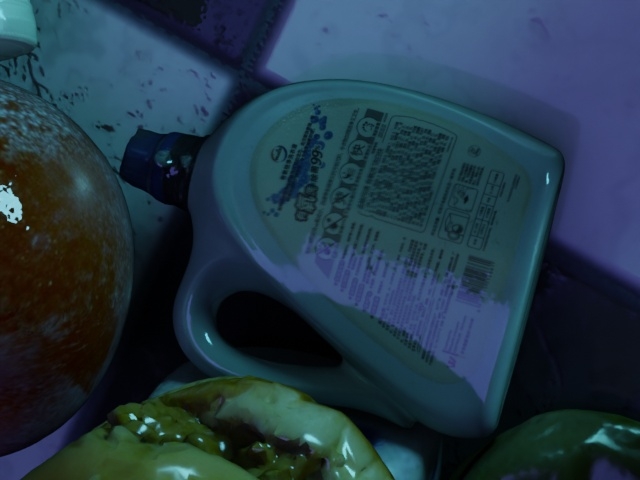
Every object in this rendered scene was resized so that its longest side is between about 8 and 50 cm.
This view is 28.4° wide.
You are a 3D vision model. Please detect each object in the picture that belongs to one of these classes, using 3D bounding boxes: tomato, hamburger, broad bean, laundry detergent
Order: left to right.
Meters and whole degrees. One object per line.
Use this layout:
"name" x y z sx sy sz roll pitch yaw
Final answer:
"tomato" -0.250 0.005 0.836 0.270 0.227 0.270 12 134 13
"hamburger" -0.059 0.241 0.685 0.284 0.174 0.304 -38 87 34
"laundry detergent" 0.000 0.000 0.813 0.280 0.105 0.215 14 89 10
"broad bean" 0.179 0.190 0.863 0.206 0.072 0.153 -7 108 5

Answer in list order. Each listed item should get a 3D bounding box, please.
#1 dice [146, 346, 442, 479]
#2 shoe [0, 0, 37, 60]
"dice" -0.029 0.192 0.851 0.193 0.194 0.192 11 110 15
"shoe" -0.306 -0.165 0.851 0.265 0.095 0.110 -2 88 21
